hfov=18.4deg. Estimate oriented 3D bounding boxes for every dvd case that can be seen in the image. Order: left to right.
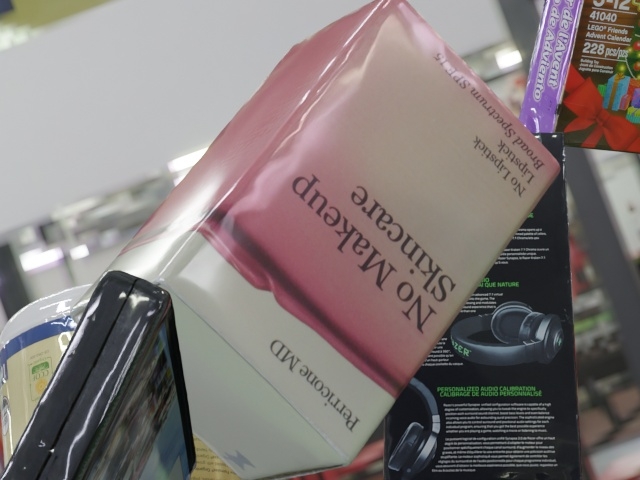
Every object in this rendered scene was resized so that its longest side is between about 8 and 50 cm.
[{"bbox_3d":[-0.097,0.146,0.534,0.180,0.022,0.253,93,-159,-69],"label":"dvd case"}]

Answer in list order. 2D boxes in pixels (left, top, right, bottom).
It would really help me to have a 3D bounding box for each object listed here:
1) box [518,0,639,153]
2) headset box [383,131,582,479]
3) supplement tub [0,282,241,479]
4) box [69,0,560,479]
[{"bbox_3d":[0.304,-0.162,1.500,0.293,0.201,0.057,3,15,-26],"label":"box"},{"bbox_3d":[0.110,0.086,1.402,0.131,0.283,0.246,-1,-27,3],"label":"headset box"},{"bbox_3d":[-0.163,0.215,1.738,0.228,0.316,0.228,-7,-22,-3],"label":"supplement tub"},{"bbox_3d":[0.000,0.000,1.105,0.232,0.148,0.127,-53,16,-28],"label":"box"}]
